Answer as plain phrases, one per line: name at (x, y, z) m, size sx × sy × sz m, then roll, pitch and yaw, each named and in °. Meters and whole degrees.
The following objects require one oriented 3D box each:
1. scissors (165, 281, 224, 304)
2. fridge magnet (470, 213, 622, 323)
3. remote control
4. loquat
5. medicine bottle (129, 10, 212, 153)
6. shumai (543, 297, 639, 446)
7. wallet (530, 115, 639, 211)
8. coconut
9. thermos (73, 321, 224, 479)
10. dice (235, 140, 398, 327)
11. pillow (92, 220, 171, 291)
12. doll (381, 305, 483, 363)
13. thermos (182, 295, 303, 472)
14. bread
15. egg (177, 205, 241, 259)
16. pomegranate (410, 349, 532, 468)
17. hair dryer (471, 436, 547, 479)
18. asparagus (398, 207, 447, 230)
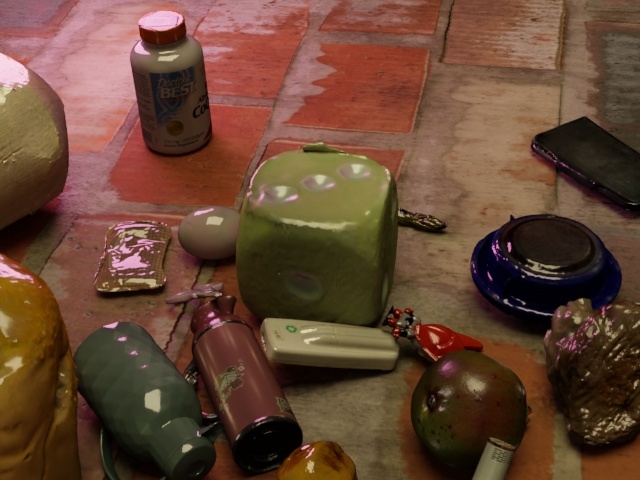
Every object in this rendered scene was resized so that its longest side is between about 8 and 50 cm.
scissors at (-0.202, 0.090, 1.791) m, size 0.110 × 0.021 × 0.212 m, roll -18°, pitch 2°, yaw -19°
fridge magnet at (0.399, 0.045, 1.830) m, size 0.265 × 0.113 × 0.265 m, roll 0°, pitch 38°, yaw 0°
remote control at (0.018, 0.167, 1.695) m, size 0.230 × 0.049 × 0.090 m, roll 6°, pitch 34°, yaw -20°
loquat at (0.000, 0.345, 1.461) m, size 0.113 × 0.137 × 0.137 m, roll -15°, pitch 31°, yaw 29°
medicine bottle at (-0.323, -0.342, 2.228) m, size 0.156 × 0.289 × 0.157 m, roll -2°, pitch 38°, yaw 1°
shumai at (0.447, 0.201, 1.633) m, size 0.183 × 0.218 × 0.185 m, roll 0°, pitch -1°, yaw -3°
wallet at (0.588, -0.155, 2.133) m, size 0.172 × 0.045 × 0.318 m, roll -19°, pitch 40°, yaw -25°
coconut at (-0.653, -0.192, 2.024) m, size 0.360 × 0.346 × 0.346 m, roll -32°, pitch 46°, yaw -25°
thermos at (-0.272, 0.267, 1.573) m, size 0.182 × 0.145 × 0.286 m, roll -46°, pitch 49°, yaw -1°
dice at (0.000, 0.000, 1.801) m, size 0.251 × 0.255 × 0.250 m, roll 7°, pitch 42°, yaw 9°
pillow at (-0.354, 0.029, 1.962) m, size 0.135 × 0.034 × 0.211 m, roll -5°, pitch 36°, yaw 0°
doll at (0.185, 0.163, 1.712) m, size 0.169 × 0.057 × 0.109 m, roll 34°, pitch 36°, yaw 3°
thermos at (-0.140, 0.223, 1.655) m, size 0.109 × 0.136 × 0.330 m, roll 10°, pitch 30°, yaw -31°
bread at (-0.472, 0.211, 1.474) m, size 0.361 × 0.394 × 0.250 m, roll 25°, pitch 30°, yaw 36°
egg at (-0.202, -0.015, 1.951) m, size 0.134 × 0.103 × 0.103 m, roll -5°, pitch 38°, yaw 0°
pomegranate at (0.238, 0.257, 1.546) m, size 0.209 × 0.180 × 0.180 m, roll 17°, pitch 22°, yaw -40°
hair dryer at (0.280, 0.371, 1.464) m, size 0.183 × 0.155 × 0.044 m, roll 21°, pitch 2°, yaw -32°
asparagus at (0.172, -0.046, 2.029) m, size 0.165 × 0.030 × 0.036 m, roll 15°, pitch 31°, yaw 21°
